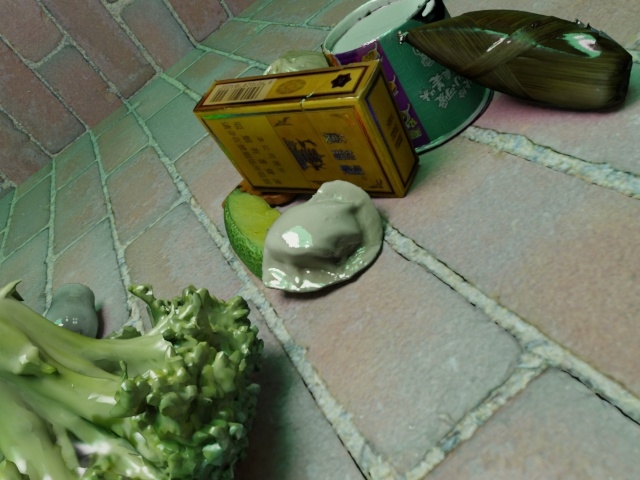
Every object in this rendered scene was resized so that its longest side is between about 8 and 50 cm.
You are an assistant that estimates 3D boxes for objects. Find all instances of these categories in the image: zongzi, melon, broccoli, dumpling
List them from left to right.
[{"bbox_3d":[-0.221,0.198,0.511,0.277,0.318,0.338,4,78,64],"label":"broccoli"},{"bbox_3d":[-0.107,-0.034,0.858,0.114,0.053,0.261,-28,42,-10],"label":"melon"},{"bbox_3d":[0.001,0.000,0.714,0.150,0.092,0.176,33,56,32],"label":"dumpling"},{"bbox_3d":[0.255,-0.243,0.672,0.242,0.112,0.221,-3,28,-29],"label":"zongzi"}]

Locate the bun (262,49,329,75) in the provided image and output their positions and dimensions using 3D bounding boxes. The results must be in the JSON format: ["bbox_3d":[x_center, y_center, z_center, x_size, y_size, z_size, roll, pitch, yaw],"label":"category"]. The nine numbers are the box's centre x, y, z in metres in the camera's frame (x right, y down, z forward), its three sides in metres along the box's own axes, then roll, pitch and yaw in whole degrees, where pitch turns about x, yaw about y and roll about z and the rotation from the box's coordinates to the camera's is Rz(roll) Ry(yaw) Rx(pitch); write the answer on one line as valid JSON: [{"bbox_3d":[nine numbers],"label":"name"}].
[{"bbox_3d":[-0.051,-0.312,1.079,0.244,0.153,0.243,-19,39,17],"label":"bun"}]

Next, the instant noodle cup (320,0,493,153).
[{"bbox_3d":[0.131,-0.286,0.845,0.251,0.190,0.251,-24,36,18],"label":"instant noodle cup"}]

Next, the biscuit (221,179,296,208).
[{"bbox_3d":[-0.064,-0.127,0.962,0.280,0.043,0.183,-34,37,11],"label":"biscuit"}]

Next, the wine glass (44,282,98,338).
[{"bbox_3d":[-0.445,0.160,0.916,0.093,0.093,0.202,-37,37,0],"label":"wine glass"}]

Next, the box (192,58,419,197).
[{"bbox_3d":[-0.022,-0.161,0.792,0.302,0.193,0.084,6,58,34],"label":"box"}]
